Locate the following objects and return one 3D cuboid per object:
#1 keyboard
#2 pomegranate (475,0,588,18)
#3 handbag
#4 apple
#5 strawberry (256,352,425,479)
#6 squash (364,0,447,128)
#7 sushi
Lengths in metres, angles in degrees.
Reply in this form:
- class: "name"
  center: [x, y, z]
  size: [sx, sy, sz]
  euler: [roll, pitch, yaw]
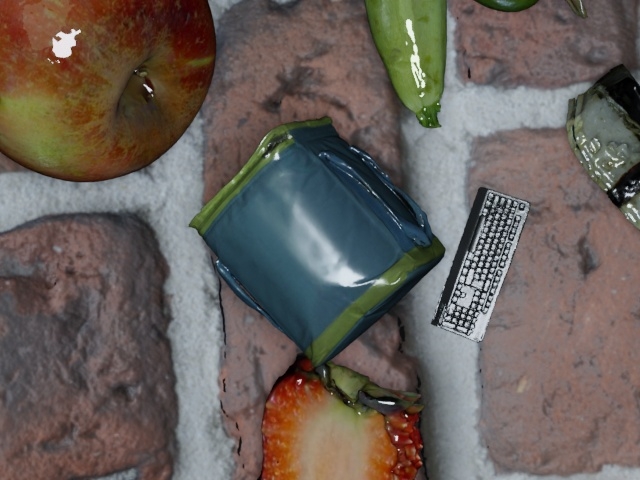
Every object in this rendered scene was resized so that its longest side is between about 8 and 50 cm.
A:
- class: "keyboard"
  center: [0.211, 0.031, 1.563]
  size: [0.074, 0.015, 0.197]
  euler: [20, 89, 7]
- class: "pomegranate"
  center: [0.269, -0.354, 1.521]
  size: [0.191, 0.131, 0.152]
  euler: [28, 87, -1]
- class: "handbag"
  center: [0.000, 0.000, 1.465]
  size: [0.241, 0.263, 0.222]
  euler: [48, 110, 8]
- class: "apple"
  center: [-0.301, -0.250, 1.470]
  size: [0.277, 0.348, 0.349]
  euler: [31, 91, 27]
- class: "strawberry"
  center: [0.025, 0.306, 1.522]
  size: [0.233, 0.137, 0.306]
  euler: [19, 103, 33]
- class: "squash"
  center: [0.109, -0.328, 1.545]
  size: [0.118, 0.118, 0.371]
  euler: [-4, 91, 6]
- class: "sushi"
  center: [0.405, -0.077, 1.508]
  size: [0.109, 0.134, 0.273]
  euler: [-28, 99, 17]
